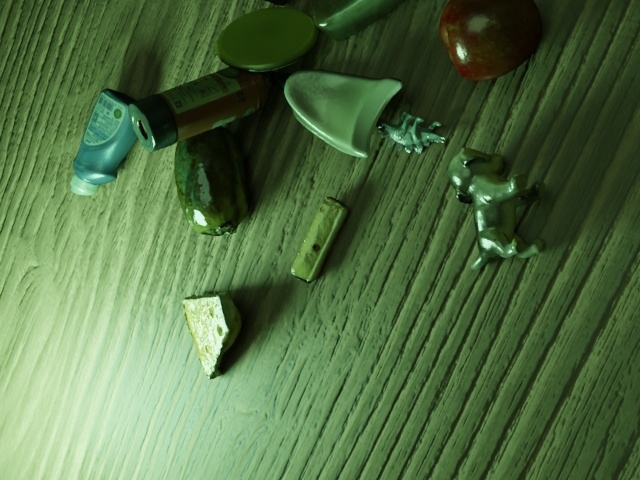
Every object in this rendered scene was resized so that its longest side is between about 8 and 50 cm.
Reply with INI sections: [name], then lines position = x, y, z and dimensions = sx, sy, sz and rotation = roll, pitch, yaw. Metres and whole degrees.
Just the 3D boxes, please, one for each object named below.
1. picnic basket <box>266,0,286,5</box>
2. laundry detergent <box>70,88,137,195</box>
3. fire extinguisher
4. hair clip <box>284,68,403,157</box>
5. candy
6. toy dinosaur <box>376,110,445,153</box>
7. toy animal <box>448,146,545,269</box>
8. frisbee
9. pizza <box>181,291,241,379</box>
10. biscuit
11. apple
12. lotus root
[picnic basket]
position = -0.144, -0.616, 1.661
dimensions = 0.137, 0.178, 0.128
rotation = 39, 103, 27
[laundry detergent]
position = -0.558, -0.239, 1.905
dimensions = 0.143, 0.094, 0.290
rotation = 34, 104, 22
[fire extinguisher]
position = -0.244, -0.328, 1.632
dimensions = 0.200, 0.376, 0.113
rotation = 47, 150, 33
[hair clip]
position = 0.037, -0.283, 1.563
dimensions = 0.282, 0.113, 0.173
rotation = 25, 90, 27
[candy]
position = 0.092, -0.522, 1.560
dimensions = 0.234, 0.104, 0.102
rotation = -24, 74, 25
[toy dinosaur]
position = 0.167, -0.228, 1.520
dimensions = 0.209, 0.039, 0.082
rotation = 28, 105, 34
[toy animal]
position = 0.329, -0.067, 1.370
dimensions = 0.168, 0.121, 0.233
rotation = -11, 88, 44
[frisbee]
position = -0.119, -0.454, 1.643
dimensions = 0.235, 0.017, 0.236
rotation = -6, 49, 7
[pizza]
position = -0.230, 0.208, 1.675
dimensions = 0.188, 0.080, 0.204
rotation = -19, 84, 50
[biscuit]
position = 0.000, 0.000, 1.579
dimensions = 0.056, 0.052, 0.188
rotation = 27, 98, 17
[apple]
position = 0.315, -0.395, 1.384
dimensions = 0.168, 0.181, 0.181
rotation = -23, 72, 2
[lotus root]
position = -0.257, -0.148, 1.684
dimensions = 0.160, 0.152, 0.275
rotation = -20, 72, 36
